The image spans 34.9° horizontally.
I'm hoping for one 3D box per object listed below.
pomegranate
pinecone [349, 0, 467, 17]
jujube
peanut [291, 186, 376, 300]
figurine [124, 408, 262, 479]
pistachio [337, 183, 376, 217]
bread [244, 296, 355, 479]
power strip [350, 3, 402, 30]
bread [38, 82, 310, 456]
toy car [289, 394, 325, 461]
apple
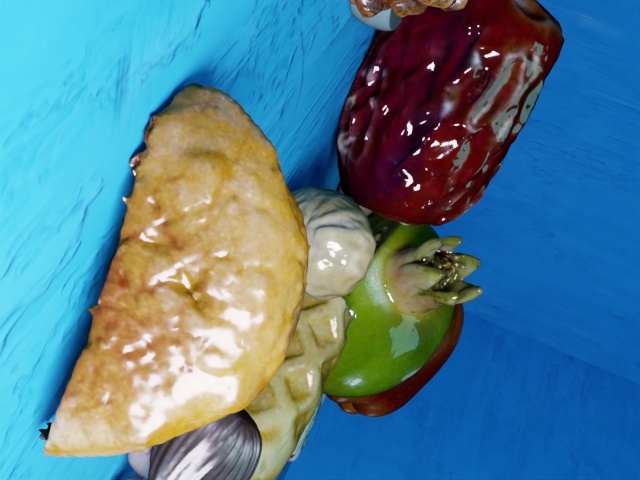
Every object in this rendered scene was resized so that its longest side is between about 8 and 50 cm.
[{"bbox_3d":[0.100,0.102,1.489,0.358,0.216,0.310,-15,-157,48],"label":"pomegranate"},{"bbox_3d":[0.054,-0.251,0.746,0.173,0.173,0.174,22,90,-83],"label":"pinecone"},{"bbox_3d":[0.172,-0.201,1.384,0.258,0.258,0.377,-20,132,-81],"label":"jujube"},{"bbox_3d":[0.000,0.000,1.214,0.290,0.130,0.130,-57,169,-87],"label":"peanut"},{"bbox_3d":[-0.148,0.237,0.923,0.245,0.110,0.138,-60,147,-20],"label":"figurine"},{"bbox_3d":[0.097,-0.082,1.673,0.153,0.137,0.238,20,-93,61],"label":"pistachio"},{"bbox_3d":[-0.064,0.188,1.272,0.268,0.130,0.152,-64,-170,-23],"label":"bread"},{"bbox_3d":[0.095,-0.350,1.119,0.167,0.054,0.253,-55,167,-65],"label":"power strip"},{"bbox_3d":[-0.077,0.037,0.683,0.129,0.134,0.260,29,84,-84],"label":"bread"},{"bbox_3d":[-0.048,0.330,2.060,0.076,0.090,0.224,79,33,-67],"label":"toy car"},{"bbox_3d":[0.092,0.149,1.810,0.317,0.288,0.288,-56,172,-8],"label":"apple"}]
